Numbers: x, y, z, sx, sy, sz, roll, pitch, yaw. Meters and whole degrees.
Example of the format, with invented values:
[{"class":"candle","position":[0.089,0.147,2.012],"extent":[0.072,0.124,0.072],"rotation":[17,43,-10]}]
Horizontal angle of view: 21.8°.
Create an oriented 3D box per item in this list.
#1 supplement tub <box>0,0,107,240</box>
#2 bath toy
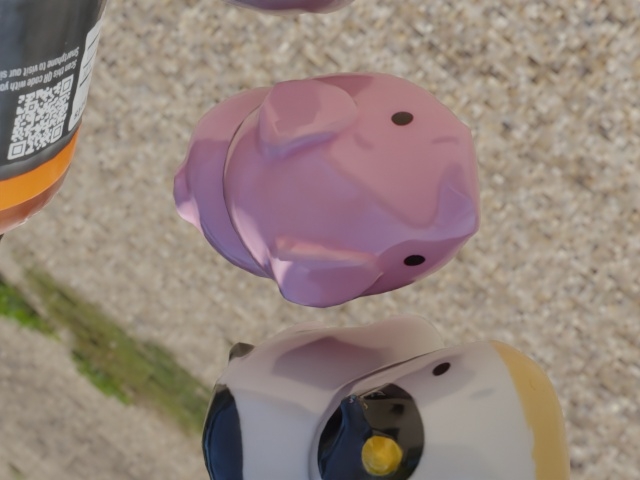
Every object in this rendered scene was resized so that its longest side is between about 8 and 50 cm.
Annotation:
[{"class":"supplement tub","position":[-0.112,-0.071,0.462],"extent":[0.106,0.106,0.198],"rotation":[33,127,19]},{"class":"bath toy","position":[0.000,0.000,0.576],"extent":[0.151,0.129,0.348],"rotation":[-6,98,33]}]
